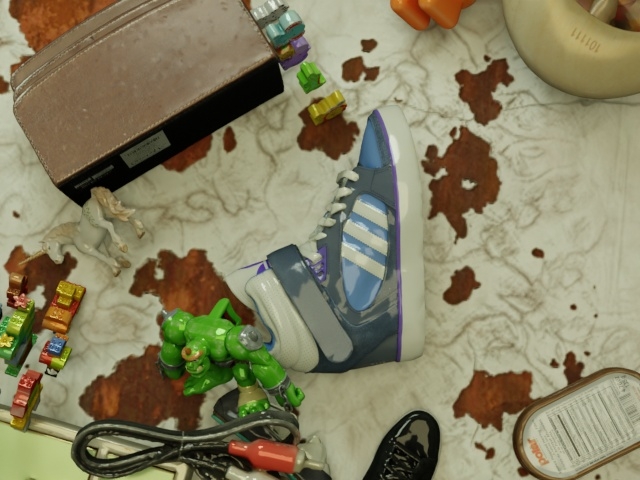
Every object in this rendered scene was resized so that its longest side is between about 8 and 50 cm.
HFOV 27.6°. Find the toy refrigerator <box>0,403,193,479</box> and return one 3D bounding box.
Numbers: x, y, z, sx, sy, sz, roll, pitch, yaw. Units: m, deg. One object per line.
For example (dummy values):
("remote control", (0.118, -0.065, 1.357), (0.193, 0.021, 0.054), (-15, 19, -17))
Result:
("toy refrigerator", (-0.295, 0.278, 1.565), (0.270, 0.094, 0.102), (16, 83, 2))

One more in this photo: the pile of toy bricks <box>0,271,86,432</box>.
("pile of toy bricks", (-0.354, 0.108, 1.542), (0.118, 0.105, 0.212), (17, 51, 1))

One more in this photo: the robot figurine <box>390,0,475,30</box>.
("robot figurine", (0.148, -0.373, 1.618), (0.128, 0.158, 0.219), (17, 78, -12))

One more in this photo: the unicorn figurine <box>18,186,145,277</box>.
("unicorn figurine", (-0.282, -0.005, 1.606), (0.111, 0.060, 0.162), (37, 116, 8))

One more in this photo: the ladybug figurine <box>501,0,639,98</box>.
("ladybug figurine", (0.394, -0.368, 1.598), (0.305, 0.162, 0.449), (35, 85, 4))

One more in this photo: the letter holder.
("letter holder", (-0.229, -0.215, 1.597), (0.302, 0.152, 0.214), (-31, 82, -3))

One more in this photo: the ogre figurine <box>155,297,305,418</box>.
("ogre figurine", (-0.120, 0.137, 1.539), (0.097, 0.118, 0.197), (-36, 40, -24))

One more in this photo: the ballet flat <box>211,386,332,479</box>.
("ballet flat", (-0.040, 0.249, 1.579), (0.203, 0.074, 0.074), (40, 85, 7))

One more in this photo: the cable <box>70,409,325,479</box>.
("cable", (-0.135, 0.245, 1.485), (0.287, 0.072, 0.139), (16, 104, -12))

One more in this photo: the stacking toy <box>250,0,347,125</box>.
("stacking toy", (-0.034, -0.241, 1.564), (0.052, 0.221, 0.167), (-32, 80, 0))

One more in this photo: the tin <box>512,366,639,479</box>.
("tin", (0.326, 0.225, 1.592), (0.190, 0.040, 0.106), (-27, 79, -2))

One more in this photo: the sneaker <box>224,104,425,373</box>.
("sneaker", (0.000, 0.000, 1.575), (0.236, 0.130, 0.322), (-3, 89, -4))

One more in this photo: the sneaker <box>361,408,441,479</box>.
("sneaker", (0.084, 0.301, 1.542), (0.079, 0.121, 0.217), (29, 84, 3))
